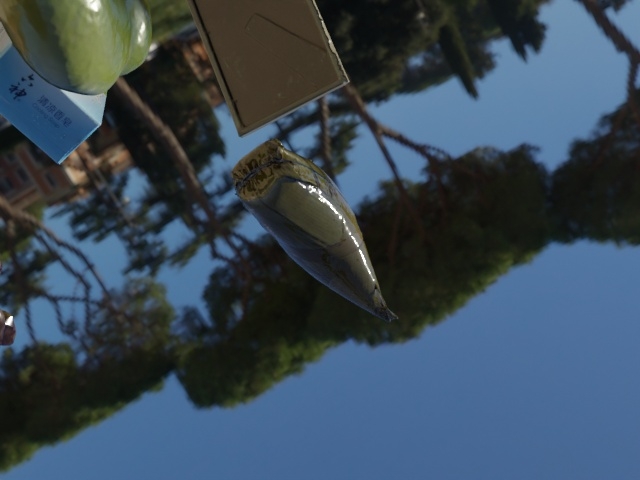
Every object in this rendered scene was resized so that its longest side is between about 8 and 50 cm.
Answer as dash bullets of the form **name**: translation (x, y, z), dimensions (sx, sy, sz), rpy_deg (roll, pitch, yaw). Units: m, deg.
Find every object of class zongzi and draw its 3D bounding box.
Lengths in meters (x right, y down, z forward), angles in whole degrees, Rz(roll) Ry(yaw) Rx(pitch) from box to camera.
- **zongzi**: translation (0.000, 0.000, 1.616), dimensions (0.123, 0.289, 0.260), rpy_deg (-35, 167, 8)

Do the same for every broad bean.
- **broad bean**: translation (-0.267, -0.270, 1.163), dimensions (0.119, 0.238, 0.291), rpy_deg (-9, 158, 9)

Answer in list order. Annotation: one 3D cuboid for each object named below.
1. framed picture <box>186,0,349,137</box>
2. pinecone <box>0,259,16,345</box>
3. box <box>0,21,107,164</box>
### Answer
- **framed picture**: translation (-0.098, -0.349, 1.866), dimensions (0.213, 0.289, 0.016), rpy_deg (-26, 169, 16)
- **pinecone**: translation (-0.417, 0.070, 0.851), dimensions (0.384, 0.384, 0.384), rpy_deg (-27, -163, 9)
- **box**: translation (-0.347, -0.212, 1.383), dimensions (0.083, 0.142, 0.232), rpy_deg (-39, -154, 16)
